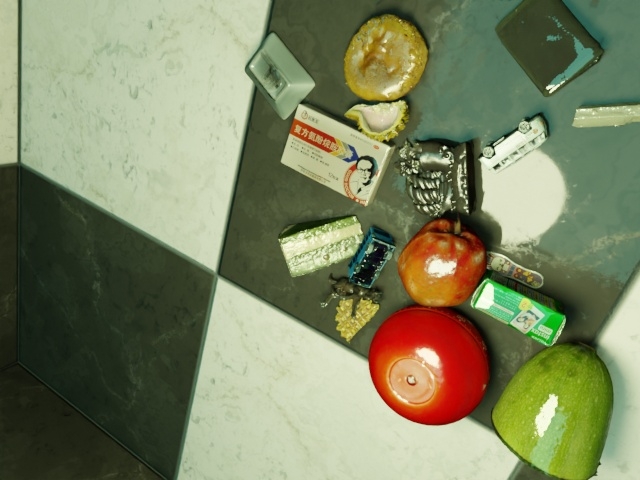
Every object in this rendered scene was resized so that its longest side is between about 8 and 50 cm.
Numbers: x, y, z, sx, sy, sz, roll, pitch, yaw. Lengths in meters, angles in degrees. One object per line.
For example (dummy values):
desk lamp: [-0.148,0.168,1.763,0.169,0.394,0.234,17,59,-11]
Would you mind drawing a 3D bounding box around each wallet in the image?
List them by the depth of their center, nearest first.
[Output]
wallet: [0.586,-0.516,1.269,0.169,0.052,0.245,-38,80,32]

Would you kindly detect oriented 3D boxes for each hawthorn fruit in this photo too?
hawthorn fruit: [0.357,0.040,1.430,0.254,0.254,0.300,21,133,23]

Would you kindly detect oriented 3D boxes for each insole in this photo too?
insole: [0.575,0.089,1.481,0.197,0.004,0.065,28,116,20]

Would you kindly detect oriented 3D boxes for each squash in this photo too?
squash: [0.674,0.440,1.361,0.311,0.310,0.308,23,113,22]

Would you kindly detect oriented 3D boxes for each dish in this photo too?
dish: [-0.159,-0.555,1.659,0.182,0.080,0.243,-42,83,32]

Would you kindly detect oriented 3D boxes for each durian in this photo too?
durian: [0.175,-0.370,1.522,0.225,0.078,0.140,20,87,34]

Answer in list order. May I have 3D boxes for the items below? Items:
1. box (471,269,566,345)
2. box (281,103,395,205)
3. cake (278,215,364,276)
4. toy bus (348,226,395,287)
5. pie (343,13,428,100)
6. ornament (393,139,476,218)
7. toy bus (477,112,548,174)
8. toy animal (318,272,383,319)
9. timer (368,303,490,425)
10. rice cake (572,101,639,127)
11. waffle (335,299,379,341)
box: [0.568,0.187,1.414,0.250,0.180,0.102,27,105,18]
box: [0.051,-0.288,1.631,0.354,0.069,0.214,29,117,17]
cake: [0.006,-0.001,1.751,0.284,0.172,0.157,-18,104,0]
toy bus: [0.167,0.057,1.641,0.090,0.106,0.184,20,119,-15]
pie: [0.186,-0.544,1.474,0.274,0.069,0.272,6,103,26]
ornament: [0.335,-0.188,1.487,0.261,0.106,0.250,0,103,35]
toy bus: [0.535,-0.264,1.353,0.194,0.087,0.089,-38,92,32]
toy animal: [0.102,0.188,1.709,0.233,0.148,0.084,16,124,38]
timer: [0.336,0.391,1.548,0.379,0.279,0.377,8,106,29]
rice cake: [0.771,-0.316,1.222,0.257,0.052,0.057,4,136,29]
waffle: [0.129,0.285,1.768,0.161,0.046,0.191,14,112,26]
